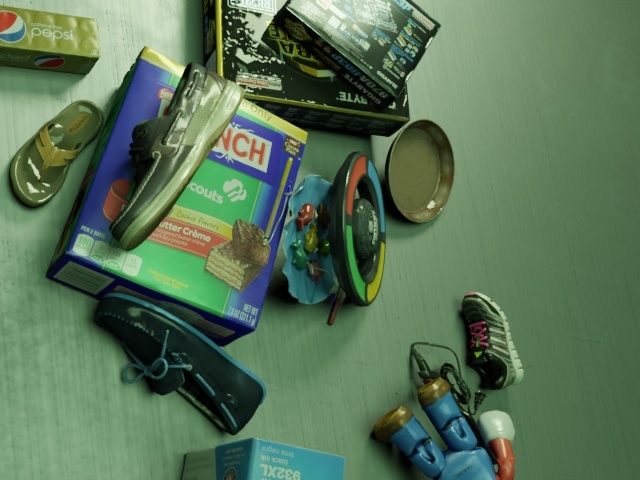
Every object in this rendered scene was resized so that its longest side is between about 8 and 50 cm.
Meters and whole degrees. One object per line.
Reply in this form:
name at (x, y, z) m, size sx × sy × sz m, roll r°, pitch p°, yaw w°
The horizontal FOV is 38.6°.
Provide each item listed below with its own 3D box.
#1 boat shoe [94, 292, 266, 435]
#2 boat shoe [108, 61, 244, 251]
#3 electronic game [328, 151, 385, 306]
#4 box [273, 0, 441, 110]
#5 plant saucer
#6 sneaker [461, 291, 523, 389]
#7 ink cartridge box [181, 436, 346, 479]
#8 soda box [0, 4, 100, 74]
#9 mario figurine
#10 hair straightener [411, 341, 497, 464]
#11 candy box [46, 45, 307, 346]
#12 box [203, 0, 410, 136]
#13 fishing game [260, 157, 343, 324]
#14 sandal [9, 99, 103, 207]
boat shoe at (-0.182, 0.162, 1.176) m, size 0.258 × 0.109 × 0.089 m, roll 35°, pitch 63°, yaw -15°
boat shoe at (-0.190, -0.110, 1.118) m, size 0.092 × 0.103 × 0.285 m, roll 35°, pitch 56°, yaw -10°
electronic game at (0.061, -0.017, 1.348) m, size 0.229 × 0.048 × 0.229 m, roll -1°, pitch 90°, yaw -72°
box at (0.060, -0.333, 1.405) m, size 0.220 × 0.051 × 0.175 m, roll 37°, pitch 60°, yaw -11°
plant saucer at (0.158, -0.114, 1.491) m, size 0.168 × 0.029 × 0.168 m, roll -7°, pitch 100°, yaw -43°
sneaker at (0.267, 0.167, 1.475) m, size 0.074 × 0.063 × 0.170 m, roll -26°, pitch 93°, yaw -41°
ink cartridge box at (-0.092, 0.405, 1.078) m, size 0.129 × 0.223 × 0.308 m, roll 19°, pitch 66°, yaw -25°
soda box at (-0.390, -0.268, 1.215) m, size 0.181 × 0.058 × 0.061 m, roll 1°, pitch 74°, yaw -32°
mario figurine at (0.214, 0.371, 1.347) m, size 0.320 × 0.198 × 0.170 m, roll 55°, pitch 27°, yaw 7°
hair straightener at (0.214, 0.255, 1.433) m, size 0.089 × 0.047 × 0.230 m, roll -29°, pitch 86°, yaw -35°
candy box at (-0.182, -0.056, 1.235) m, size 0.268 × 0.122 × 0.317 m, roll 25°, pitch 62°, yaw -23°
box at (-0.023, -0.310, 1.430) m, size 0.322 × 0.079 × 0.257 m, roll 5°, pitch 69°, yaw -25°
fishing game at (0.000, 0.000, 1.299) m, size 0.264 × 0.041 × 0.189 m, roll 57°, pitch 44°, yaw -49°
sandal at (-0.344, -0.124, 1.201) m, size 0.072 × 0.049 × 0.180 m, roll 40°, pitch 58°, yaw -15°
